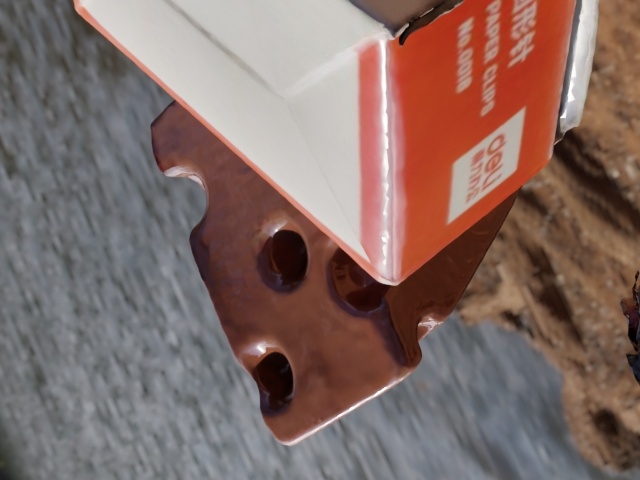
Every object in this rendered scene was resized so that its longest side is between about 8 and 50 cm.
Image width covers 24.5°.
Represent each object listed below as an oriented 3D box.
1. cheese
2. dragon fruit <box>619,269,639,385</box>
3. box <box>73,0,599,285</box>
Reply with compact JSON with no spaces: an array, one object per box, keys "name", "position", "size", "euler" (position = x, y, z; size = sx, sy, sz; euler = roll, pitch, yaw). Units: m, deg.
[{"name":"cheese","position":[-0.008,-0.025,0.820],"size":[0.177,0.203,0.128],"euler":[45,136,-9]},{"name":"dragon fruit","position":[0.385,0.057,1.156],"size":[0.295,0.302,0.295],"euler":[30,-171,-5]},{"name":"box","position":[-0.002,-0.094,0.487],"size":[0.182,0.099,0.133],"euler":[41,157,27]}]
